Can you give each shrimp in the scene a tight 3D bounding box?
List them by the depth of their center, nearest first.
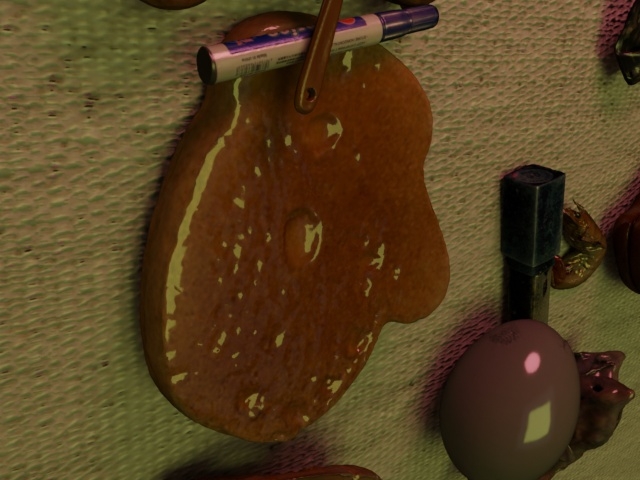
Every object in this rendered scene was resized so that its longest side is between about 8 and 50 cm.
[{"bbox_3d":[-0.060,0.241,0.560,0.267,0.061,0.145,11,140,-25],"label":"shrimp"},{"bbox_3d":[0.315,0.009,0.784,0.095,0.045,0.162,-42,135,10],"label":"shrimp"}]

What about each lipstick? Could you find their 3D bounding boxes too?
[{"bbox_3d":[0.252,0.063,0.748,0.051,0.051,0.312,-24,123,-28],"label":"lipstick"}]

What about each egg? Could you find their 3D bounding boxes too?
[{"bbox_3d":[0.216,0.186,0.703,0.146,0.146,0.198,23,96,-39],"label":"egg"}]

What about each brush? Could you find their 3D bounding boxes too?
[{"bbox_3d":[0.010,-0.168,0.416,0.043,0.014,0.169,12,97,-39],"label":"brush"}]

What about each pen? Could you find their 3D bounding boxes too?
[{"bbox_3d":[0.007,-0.146,0.443,0.204,0.025,0.025,-23,120,-28],"label":"pen"}]

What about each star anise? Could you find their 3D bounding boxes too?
[{"bbox_3d":[0.311,0.244,0.819,0.257,0.110,0.198,-51,155,11],"label":"star anise"}]

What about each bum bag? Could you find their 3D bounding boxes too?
[{"bbox_3d":[0.431,-0.281,0.727,0.248,0.069,0.102,-38,124,-21],"label":"bum bag"}]

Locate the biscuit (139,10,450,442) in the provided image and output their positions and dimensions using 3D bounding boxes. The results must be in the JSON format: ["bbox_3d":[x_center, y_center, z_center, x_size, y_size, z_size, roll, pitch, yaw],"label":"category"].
[{"bbox_3d":[-0.001,-0.001,0.524,0.287,0.057,0.343,12,95,-36],"label":"biscuit"}]

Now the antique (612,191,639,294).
[{"bbox_3d":[0.525,-0.022,0.857,0.278,0.129,0.223,-18,115,-32],"label":"antique"}]

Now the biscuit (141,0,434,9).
[{"bbox_3d":[-0.073,-0.286,0.364,0.432,0.064,0.282,-12,119,-31],"label":"biscuit"}]
